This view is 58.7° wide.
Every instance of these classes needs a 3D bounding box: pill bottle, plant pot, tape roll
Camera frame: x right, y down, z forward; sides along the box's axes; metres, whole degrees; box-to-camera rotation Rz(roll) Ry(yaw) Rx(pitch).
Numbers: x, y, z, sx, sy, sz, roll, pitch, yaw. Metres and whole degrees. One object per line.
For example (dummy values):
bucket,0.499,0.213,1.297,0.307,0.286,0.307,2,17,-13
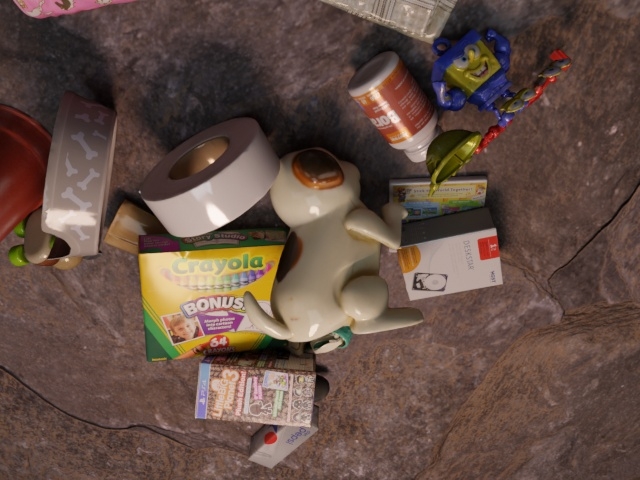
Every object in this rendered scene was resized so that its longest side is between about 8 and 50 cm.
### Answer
pill bottle,0.164,-0.268,1.170,0.121,0.121,0.216,-32,119,23
plant pot,-0.738,-0.118,1.227,0.272,0.265,0.273,1,127,1
tape roll,-0.229,-0.135,1.184,0.286,0.286,0.100,-20,124,17

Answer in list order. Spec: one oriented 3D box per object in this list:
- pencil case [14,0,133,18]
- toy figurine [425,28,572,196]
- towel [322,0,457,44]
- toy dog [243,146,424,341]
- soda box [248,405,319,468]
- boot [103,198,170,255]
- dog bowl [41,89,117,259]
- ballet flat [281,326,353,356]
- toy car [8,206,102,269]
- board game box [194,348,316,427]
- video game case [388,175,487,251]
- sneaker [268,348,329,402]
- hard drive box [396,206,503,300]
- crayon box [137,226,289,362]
pencil case,-0.366,-0.501,0.991,0.385,0.160,0.167,-10,118,10
toy figurine,0.275,-0.289,1.113,0.362,0.191,0.217,-41,83,-6
towel,0.132,-0.539,1.008,0.324,0.056,0.312,15,126,-10
toy dog,0.000,0.000,1.260,0.395,0.284,0.408,-7,88,-18
soda box,-0.124,0.641,1.886,0.098,0.091,0.286,31,122,-19
boot,-0.421,0.045,1.456,0.269,0.089,0.236,26,111,-18
dog bowl,-0.492,-0.126,1.178,0.102,0.349,0.349,9,128,-19
ballet flat,-0.031,0.270,1.549,0.247,0.087,0.083,-12,122,15
toy car,-0.649,0.013,1.436,0.154,0.149,0.188,-13,154,16
board game box,-0.161,0.377,1.503,0.290,0.232,0.141,5,91,0
video game case,0.279,-0.061,1.383,0.226,0.026,0.206,-2,127,4
sneaker,-0.127,0.385,1.672,0.330,0.122,0.146,12,123,-2
hard drive box,0.309,0.035,1.381,0.232,0.089,0.181,-13,126,12
crayon box,-0.255,0.133,1.413,0.362,0.106,0.313,-4,121,-16
